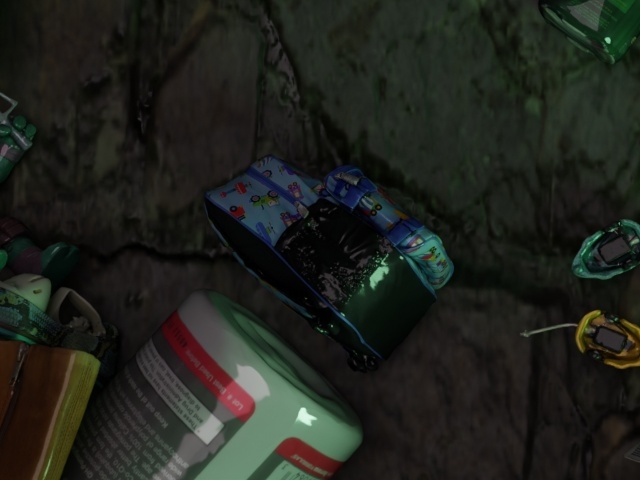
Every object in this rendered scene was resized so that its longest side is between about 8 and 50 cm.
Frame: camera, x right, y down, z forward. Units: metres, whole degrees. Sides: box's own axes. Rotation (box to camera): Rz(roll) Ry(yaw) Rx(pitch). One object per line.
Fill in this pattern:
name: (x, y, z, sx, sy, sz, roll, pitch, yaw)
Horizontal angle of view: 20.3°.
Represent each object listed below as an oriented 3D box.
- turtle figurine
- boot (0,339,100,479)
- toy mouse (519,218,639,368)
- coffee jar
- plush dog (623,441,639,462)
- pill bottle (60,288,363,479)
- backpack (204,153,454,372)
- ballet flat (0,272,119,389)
turtle figurine: (-0.308, -0.045, 1.464, 0.234, 0.175, 0.118, 47, 141, 27)
boot: (-0.288, 0.204, 1.321, 0.264, 0.096, 0.280, -5, 72, 47)
toy mouse: (0.253, 0.031, 1.380, 0.161, 0.031, 0.143, 18, 90, 12)
coffee jar: (0.249, -0.229, 1.366, 0.079, 0.096, 0.184, 36, 95, 9)
plush dog: (0.310, 0.277, 1.294, 0.263, 0.210, 0.225, 2, 106, 9)
pill bottle: (-0.132, 0.206, 1.375, 0.176, 0.176, 0.318, 43, 95, 11)
backpack: (0.000, 0.000, 1.379, 0.173, 0.158, 0.117, 40, 86, 23)
ballet flat: (-0.222, 0.060, 1.409, 0.070, 0.188, 0.070, -11, 65, 24)
